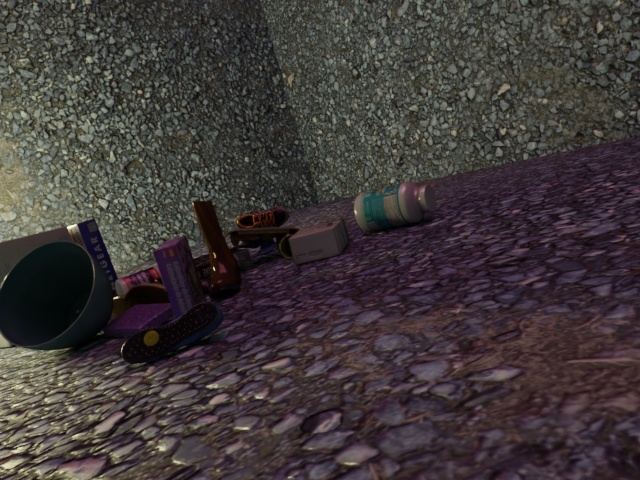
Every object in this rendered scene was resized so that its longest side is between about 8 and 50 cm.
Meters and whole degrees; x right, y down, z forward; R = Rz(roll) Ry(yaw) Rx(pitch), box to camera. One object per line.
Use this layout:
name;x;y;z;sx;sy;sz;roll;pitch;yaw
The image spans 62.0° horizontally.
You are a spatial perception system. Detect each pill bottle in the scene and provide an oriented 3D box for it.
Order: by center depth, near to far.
pill bottle;0.259;-0.119;1.835;0.264;0.146;0.146;-11;9;34
pill bottle;-0.596;0.153;1.842;0.193;0.108;0.108;-22;9;-36

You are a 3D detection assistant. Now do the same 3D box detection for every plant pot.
plant pot;-0.681;0.171;1.442;0.290;0.290;0.195;-16;-29;8
plant pot;-0.093;0.022;1.868;0.083;0.083;0.079;-15;-4;11

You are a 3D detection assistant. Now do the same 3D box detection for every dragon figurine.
dragon figurine;-0.239;0.011;2.205;0.289;0.144;0.085;-38;14;-11

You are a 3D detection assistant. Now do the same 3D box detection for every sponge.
sponge;-0.470;0.207;1.389;0.210;0.031;0.117;-8;22;43

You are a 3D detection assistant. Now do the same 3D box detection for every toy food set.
toy food set;-0.222;0.003;1.997;0.306;0.092;0.220;-3;-1;-12

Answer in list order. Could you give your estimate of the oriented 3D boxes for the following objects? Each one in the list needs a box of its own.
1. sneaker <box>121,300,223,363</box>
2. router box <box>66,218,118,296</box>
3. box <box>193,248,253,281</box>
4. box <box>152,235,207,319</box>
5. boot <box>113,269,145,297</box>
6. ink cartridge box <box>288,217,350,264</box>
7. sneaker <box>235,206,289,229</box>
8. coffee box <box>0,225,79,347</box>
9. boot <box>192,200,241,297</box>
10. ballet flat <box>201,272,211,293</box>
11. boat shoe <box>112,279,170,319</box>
sneaker;-0.294;0.197;1.083;0.209;0.069;0.082;-27;-24;-10
router box;-0.955;0.105;2.125;0.301;0.335;0.082;-10;12;35
box;-0.412;0.100;1.960;0.242;0.076;0.307;-20;8;-26
box;-0.340;0.099;1.324;0.057;0.201;0.293;-18;8;-8
boot;-0.720;0.179;2.033;0.236;0.085;0.179;-12;12;42
ink cartridge box;0.000;0.000;1.735;0.154;0.093;0.212;-14;9;14
sneaker;-0.223;-0.079;2.039;0.215;0.084;0.083;-13;-2;5
coffee box;-1.091;0.170;1.915;0.334;0.337;0.338;-12;9;35
boot;-0.309;0.014;1.570;0.096;0.280;0.264;-16;7;7
ballet flat;-0.332;0.129;1.680;0.049;0.057;0.173;-3;17;16
boat shoe;-0.505;0.168;1.544;0.285;0.104;0.089;-12;11;36
